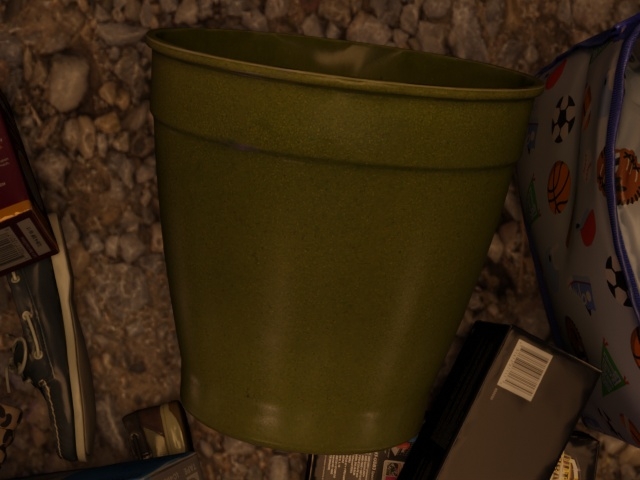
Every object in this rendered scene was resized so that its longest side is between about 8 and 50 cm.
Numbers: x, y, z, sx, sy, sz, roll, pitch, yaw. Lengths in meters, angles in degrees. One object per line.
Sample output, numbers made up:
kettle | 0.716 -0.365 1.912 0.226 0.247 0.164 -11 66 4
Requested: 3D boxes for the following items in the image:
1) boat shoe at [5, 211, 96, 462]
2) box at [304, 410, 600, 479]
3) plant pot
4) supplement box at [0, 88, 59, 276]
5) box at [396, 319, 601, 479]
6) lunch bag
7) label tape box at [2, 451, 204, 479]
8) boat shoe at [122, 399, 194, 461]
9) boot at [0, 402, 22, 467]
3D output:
boat shoe | -0.277 0.100 1.468 0.079 0.095 0.254 -10 90 -5
box | 0.121 0.326 1.508 0.293 0.073 0.295 7 90 -4
plant pot | 0.000 0.000 1.381 0.367 0.366 0.353 7 102 -4
supplement box | -0.327 -0.071 1.422 0.081 0.104 0.188 -22 65 -4
box | 0.147 0.213 1.385 0.103 0.184 0.261 27 87 -5
lunch bag | 0.328 -0.014 1.387 0.239 0.328 0.385 -19 90 -8
label tape box | -0.208 0.398 1.424 0.249 0.115 0.347 -12 90 24
boat shoe | -0.156 0.277 1.491 0.073 0.080 0.223 -9 86 2
boot | -0.453 0.253 1.393 0.377 0.138 0.284 11 81 35
